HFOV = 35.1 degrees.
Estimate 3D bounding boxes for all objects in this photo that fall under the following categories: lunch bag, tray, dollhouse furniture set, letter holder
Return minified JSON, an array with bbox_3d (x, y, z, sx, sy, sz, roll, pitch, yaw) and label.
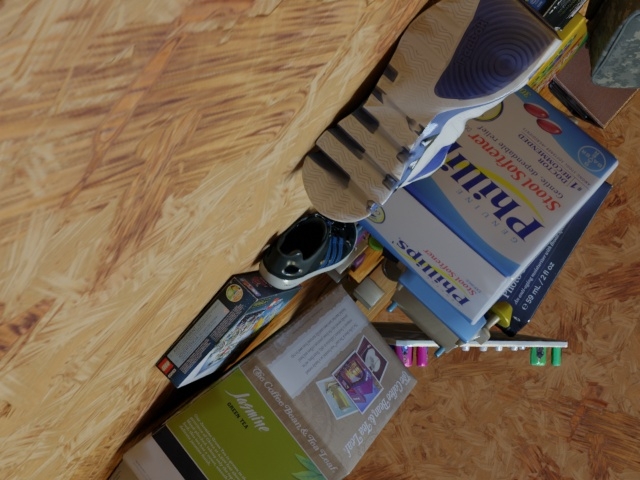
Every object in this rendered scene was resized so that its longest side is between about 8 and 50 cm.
[{"bbox_3d":[0.577,-0.428,1.732,0.305,0.212,0.256,92,0,-73],"label":"lunch bag"},{"bbox_3d":[0.078,0.194,2.558,0.411,0.076,0.203,-44,171,-14],"label":"tray"},{"bbox_3d":[0.178,0.038,1.623,0.198,0.303,0.286,-44,170,-14],"label":"dollhouse furniture set"},{"bbox_3d":[0.667,-0.453,2.375,0.302,0.214,0.152,-49,-157,6],"label":"letter holder"}]

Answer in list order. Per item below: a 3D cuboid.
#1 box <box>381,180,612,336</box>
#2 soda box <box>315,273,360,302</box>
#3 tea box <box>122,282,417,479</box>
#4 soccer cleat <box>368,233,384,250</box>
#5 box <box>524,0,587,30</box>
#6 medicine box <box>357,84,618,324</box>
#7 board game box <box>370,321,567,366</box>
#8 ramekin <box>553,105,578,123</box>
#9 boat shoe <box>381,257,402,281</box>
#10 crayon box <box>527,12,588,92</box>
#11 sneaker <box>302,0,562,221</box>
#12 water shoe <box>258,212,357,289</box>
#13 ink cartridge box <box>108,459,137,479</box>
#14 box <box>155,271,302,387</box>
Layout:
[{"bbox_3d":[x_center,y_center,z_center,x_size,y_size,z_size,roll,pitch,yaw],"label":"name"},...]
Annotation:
[{"bbox_3d":[0.310,-0.034,1.829,0.296,0.294,0.183,-57,171,-11],"label":"box"},{"bbox_3d":[0.015,0.149,2.100,0.181,0.061,0.058,-54,168,34],"label":"soda box"},{"bbox_3d":[-0.069,0.280,1.590,0.323,0.220,0.329,-38,179,27],"label":"tea box"},{"bbox_3d":[0.158,-0.045,1.964,0.179,0.060,0.072,-47,179,-11],"label":"soccer cleat"},{"bbox_3d":[0.370,-0.416,1.294,0.322,0.079,0.257,-51,172,22],"label":"box"},{"bbox_3d":[0.217,-0.081,1.416,0.289,0.263,0.149,-42,169,-32],"label":"medicine box"},{"bbox_3d":[0.197,0.195,1.933,0.390,0.050,0.390,4,179,-31],"label":"board game box"},{"bbox_3d":[0.513,-0.239,2.556,0.273,0.127,0.273,-46,170,-10],"label":"ramekin"},{"bbox_3d":[0.272,-0.021,2.417,0.307,0.111,0.104,-43,-171,18],"label":"boat shoe"},{"bbox_3d":[0.338,-0.295,1.654,0.202,0.081,0.318,-49,170,14],"label":"crayon box"},{"bbox_3d":[0.120,-0.157,1.154,0.315,0.127,0.182,-43,176,17],"label":"sneaker"},{"bbox_3d":[0.000,0.000,1.367,0.203,0.073,0.080,-38,165,-49],"label":"water shoe"},{"bbox_3d":[-0.248,0.420,1.674,0.127,0.176,0.128,-52,170,29],"label":"ink cartridge box"},{"bbox_3d":[-0.118,0.114,1.388,0.159,0.044,0.233,-48,171,10],"label":"box"}]
